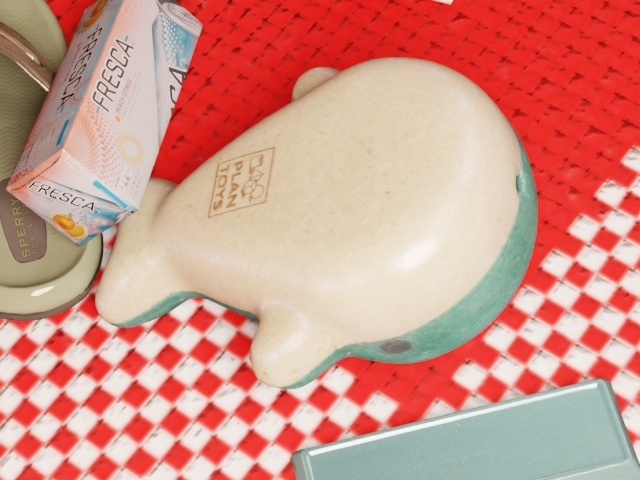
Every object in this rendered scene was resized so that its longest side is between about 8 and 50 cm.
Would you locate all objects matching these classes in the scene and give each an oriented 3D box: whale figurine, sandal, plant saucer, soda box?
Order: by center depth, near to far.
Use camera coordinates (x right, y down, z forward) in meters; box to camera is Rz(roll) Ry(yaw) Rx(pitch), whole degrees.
[{"bbox_3d":[0.082,0.125,0.884,0.192,0.018,0.067,-14,58,-2],"label":"plant saucer"},{"bbox_3d":[0.000,0.000,0.924,0.272,0.141,0.216,-12,54,27],"label":"whale figurine"},{"bbox_3d":[-0.132,-0.086,0.978,0.058,0.063,0.183,-29,33,36],"label":"soda box"},{"bbox_3d":[-0.212,-0.089,1.006,0.120,0.086,0.302,-22,58,-8],"label":"sandal"}]

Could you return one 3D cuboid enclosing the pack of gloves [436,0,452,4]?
[{"bbox_3d":[-0.029,-0.251,1.092,0.232,0.046,0.195,10,54,-20],"label":"pack of gloves"}]
